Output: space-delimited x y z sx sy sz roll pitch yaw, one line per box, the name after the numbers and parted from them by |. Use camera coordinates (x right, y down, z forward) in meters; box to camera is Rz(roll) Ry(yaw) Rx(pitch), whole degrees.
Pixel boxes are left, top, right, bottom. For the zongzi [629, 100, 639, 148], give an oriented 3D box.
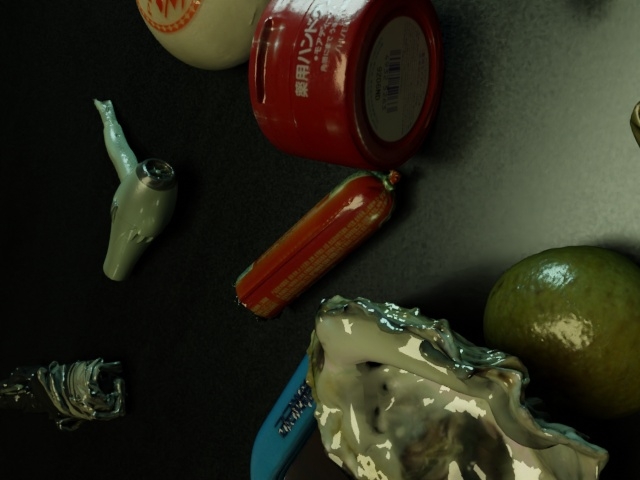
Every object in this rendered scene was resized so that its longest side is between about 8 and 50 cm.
0.373 -0.058 0.516 0.204 0.094 0.205 -30 80 28 | zongzi

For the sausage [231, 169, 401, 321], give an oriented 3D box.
0.000 0.000 0.818 0.264 0.083 0.083 -41 69 32 | sausage

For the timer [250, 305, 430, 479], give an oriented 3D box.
0.081 0.256 0.752 0.309 0.115 0.340 43 118 26 | timer

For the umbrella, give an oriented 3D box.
-0.472 0.266 1.195 0.357 0.106 0.113 -11 90 38 | umbrella

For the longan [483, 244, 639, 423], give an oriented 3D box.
0.219 0.088 0.603 0.154 0.145 0.176 16 72 53 | longan

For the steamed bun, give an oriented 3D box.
-0.148 -0.334 0.862 0.231 0.145 0.232 3 96 38 | steamed bun

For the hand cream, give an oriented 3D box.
0.031 -0.170 0.708 0.125 0.193 0.193 14 102 34 | hand cream

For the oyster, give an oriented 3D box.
0.101 0.156 0.590 0.351 0.114 0.238 32 129 41 | oyster

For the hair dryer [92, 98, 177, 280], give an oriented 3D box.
-0.311 -0.065 1.076 0.267 0.092 0.229 46 126 42 | hair dryer
